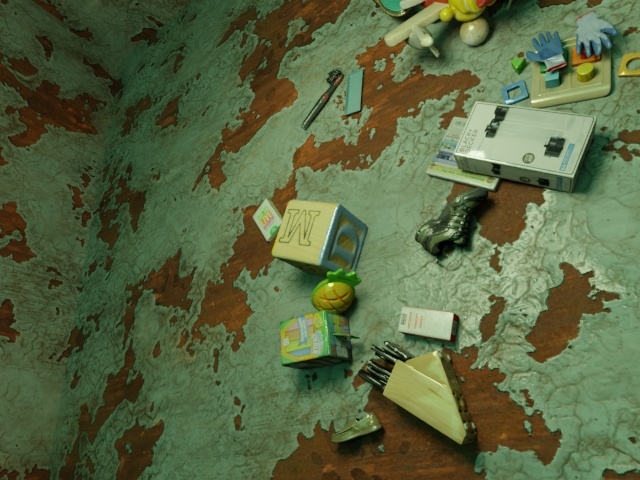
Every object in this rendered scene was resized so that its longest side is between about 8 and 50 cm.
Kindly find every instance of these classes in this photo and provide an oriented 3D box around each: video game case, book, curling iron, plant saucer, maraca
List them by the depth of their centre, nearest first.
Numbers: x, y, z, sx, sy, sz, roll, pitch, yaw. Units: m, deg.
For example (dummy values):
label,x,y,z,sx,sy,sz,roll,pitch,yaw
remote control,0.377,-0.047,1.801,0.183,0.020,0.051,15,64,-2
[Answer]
label,x,y,z,sx,sy,sz,roll,pitch,yaw
video game case,0.435,-0.251,1.188,0.212,0.023,0.194,24,86,40
maraca,0.044,0.150,1.216,0.099,0.127,0.186,-101,29,-46
plant saucer,0.127,-0.550,1.552,0.067,0.018,0.192,-8,66,34
book,-0.194,-0.076,1.574,0.096,0.035,0.144,-48,51,14
curling iron,0.005,-0.553,1.631,0.068,0.035,0.274,29,88,45

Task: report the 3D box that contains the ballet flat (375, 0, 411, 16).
label,x,y,z,sx,sy,sz,roll,pitch,yaw
ballet flat,0.260,-0.910,1.550,0.123,0.123,0.349,-38,56,17

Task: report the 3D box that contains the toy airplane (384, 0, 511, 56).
label,x,y,z,sx,sy,sz,roll,pitch,yaw
toy airplane,0.419,-0.728,1.287,0.386,0.273,0.384,-17,23,40

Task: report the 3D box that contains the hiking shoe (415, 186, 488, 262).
label,x,y,z,sx,sy,sz,roll,pitch,yaw
hiking shoe,0.370,-0.041,1.117,0.227,0.086,0.114,-44,64,20

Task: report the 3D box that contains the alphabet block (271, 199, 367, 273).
label,x,y,z,sx,sy,sz,roll,pitch,yaw
alphabet block,0.000,0.000,1.291,0.197,0.192,0.194,9,74,37

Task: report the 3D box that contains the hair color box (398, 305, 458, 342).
label,x,y,z,sx,sy,sz,roll,pitch,yaw
hair color box,0.278,0.216,1.083,0.141,0.043,0.072,3,72,36

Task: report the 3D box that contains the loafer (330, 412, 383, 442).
label,x,y,z,sx,sy,sz,roll,pitch,yaw
loafer,0.093,0.493,1.094,0.147,0.056,0.050,-25,56,14

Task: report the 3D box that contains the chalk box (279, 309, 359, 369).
label,x,y,z,sx,sy,sz,roll,pitch,yaw
chalk box,0.005,0.283,1.198,0.213,0.132,0.132,-21,59,27

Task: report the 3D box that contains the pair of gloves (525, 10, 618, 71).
label,x,y,z,sx,sy,sz,roll,pitch,yaw
pair of gloves,0.650,-0.516,1.093,0.198,0.023,0.159,-18,52,29

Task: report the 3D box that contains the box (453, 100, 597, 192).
label,x,y,z,sx,sy,sz,roll,pitch,yaw
box,0.510,-0.243,1.061,0.289,0.087,0.169,22,84,33

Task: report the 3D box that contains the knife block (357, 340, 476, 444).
label,x,y,z,sx,sy,sz,roll,pitch,yaw
knife block,0.217,0.377,1.029,0.242,0.088,0.276,-29,56,24

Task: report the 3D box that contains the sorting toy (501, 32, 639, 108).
label,x,y,z,sx,sy,sz,roll,pitch,yaw
sorting toy,0.657,-0.457,1.098,0.347,0.047,0.196,-1,70,36
